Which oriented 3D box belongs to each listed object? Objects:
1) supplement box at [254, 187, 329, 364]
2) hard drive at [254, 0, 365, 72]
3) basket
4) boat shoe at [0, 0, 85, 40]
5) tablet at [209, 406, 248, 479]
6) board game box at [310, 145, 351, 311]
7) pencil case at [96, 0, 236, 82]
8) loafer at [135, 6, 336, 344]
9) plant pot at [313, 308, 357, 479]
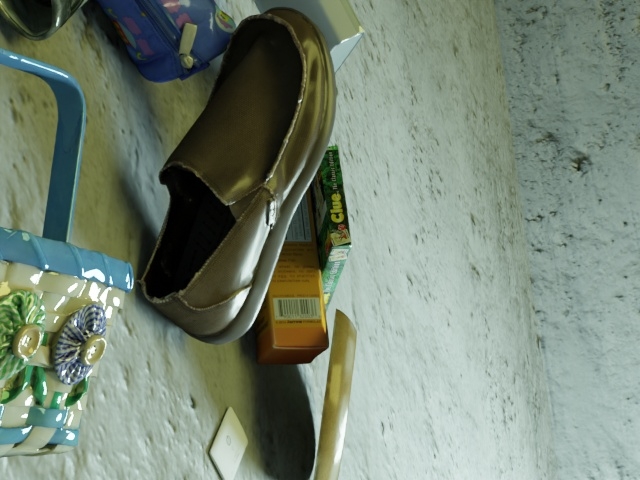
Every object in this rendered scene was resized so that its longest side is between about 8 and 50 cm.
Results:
[{"bbox_3d":[-0.046,0.031,1.463,0.078,0.080,0.233,131,-42,-61],"label":"supplement box"},{"bbox_3d":[-0.066,-0.372,1.478,0.353,0.047,0.233,63,-14,3],"label":"hard drive"},{"bbox_3d":[-0.242,0.002,0.793,0.255,0.201,0.289,16,72,-67],"label":"basket"},{"bbox_3d":[-0.284,-0.326,1.015,0.119,0.121,0.335,-87,157,-49],"label":"boat shoe"},{"bbox_3d":[-0.101,0.229,1.317,0.083,0.006,0.054,-69,141,-58],"label":"tablet"},{"bbox_3d":[0.000,0.000,1.513,0.259,0.030,0.136,107,-25,-64],"label":"board game box"},{"bbox_3d":[-0.200,-0.294,1.224,0.306,0.119,0.133,57,4,-40],"label":"pencil case"},{"bbox_3d":[-0.088,-0.073,1.226,0.130,0.134,0.366,19,84,-56],"label":"loafer"},{"bbox_3d":[0.018,0.202,1.464,0.236,0.032,0.236,7,90,-88],"label":"plant pot"}]
